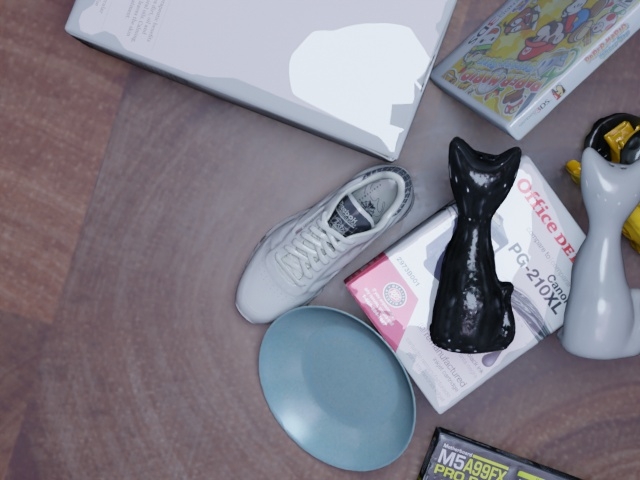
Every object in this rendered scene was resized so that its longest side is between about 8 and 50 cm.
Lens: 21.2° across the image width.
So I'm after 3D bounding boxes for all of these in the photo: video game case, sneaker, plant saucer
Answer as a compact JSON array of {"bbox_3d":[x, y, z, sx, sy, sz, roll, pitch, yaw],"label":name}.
[{"bbox_3d":[0.228,-0.207,1.755,0.206,0.227,0.026,-43,116,0],"label":"video game case"},{"bbox_3d":[0.000,0.000,1.817,0.235,0.095,0.090,-43,92,2],"label":"sneaker"},{"bbox_3d":[0.024,0.150,1.811,0.195,0.037,0.195,15,120,27],"label":"plant saucer"}]

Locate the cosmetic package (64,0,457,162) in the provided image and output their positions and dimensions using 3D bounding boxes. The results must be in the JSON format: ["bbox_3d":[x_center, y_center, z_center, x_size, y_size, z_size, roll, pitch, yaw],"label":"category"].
[{"bbox_3d":[-0.057,-0.232,1.786,0.365,0.155,0.197,23,91,0],"label":"cosmetic package"}]

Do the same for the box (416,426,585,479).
[{"bbox_3d":[0.214,0.347,1.834,0.270,0.060,0.216,20,90,0],"label":"box"}]

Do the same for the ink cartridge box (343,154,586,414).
[{"bbox_3d":[0.169,0.043,1.812,0.237,0.100,0.172,-36,91,0],"label":"ink cartridge box"}]

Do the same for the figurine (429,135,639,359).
[{"bbox_3d":[0.221,0.005,1.694,0.215,0.092,0.209,3,104,-1],"label":"figurine"}]

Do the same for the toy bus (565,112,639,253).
[{"bbox_3d":[0.405,-0.064,1.799,0.220,0.149,0.211,-38,103,-2],"label":"toy bus"}]
